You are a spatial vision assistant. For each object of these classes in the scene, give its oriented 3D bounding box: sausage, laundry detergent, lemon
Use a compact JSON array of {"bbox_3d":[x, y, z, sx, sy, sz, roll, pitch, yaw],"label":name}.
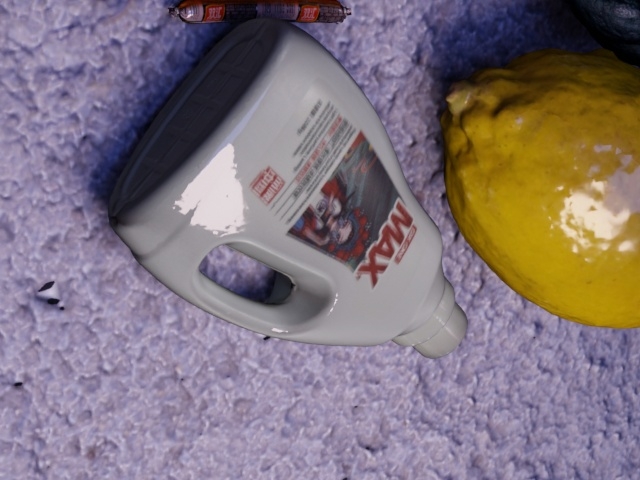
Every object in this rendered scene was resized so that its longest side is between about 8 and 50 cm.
[{"bbox_3d":[-0.055,-0.217,1.445,0.198,0.025,0.028,-6,98,-32],"label":"sausage"},{"bbox_3d":[0.000,0.000,1.486,0.398,0.125,0.264,44,77,-35],"label":"laundry detergent"},{"bbox_3d":[0.269,-0.055,1.556,0.316,0.285,0.285,27,86,9],"label":"lemon"}]

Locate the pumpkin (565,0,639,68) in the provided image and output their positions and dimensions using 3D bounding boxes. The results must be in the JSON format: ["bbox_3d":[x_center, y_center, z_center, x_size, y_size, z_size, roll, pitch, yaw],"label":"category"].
[{"bbox_3d":[0.406,-0.334,1.567,0.363,0.266,0.363,-13,112,-35],"label":"pumpkin"}]
